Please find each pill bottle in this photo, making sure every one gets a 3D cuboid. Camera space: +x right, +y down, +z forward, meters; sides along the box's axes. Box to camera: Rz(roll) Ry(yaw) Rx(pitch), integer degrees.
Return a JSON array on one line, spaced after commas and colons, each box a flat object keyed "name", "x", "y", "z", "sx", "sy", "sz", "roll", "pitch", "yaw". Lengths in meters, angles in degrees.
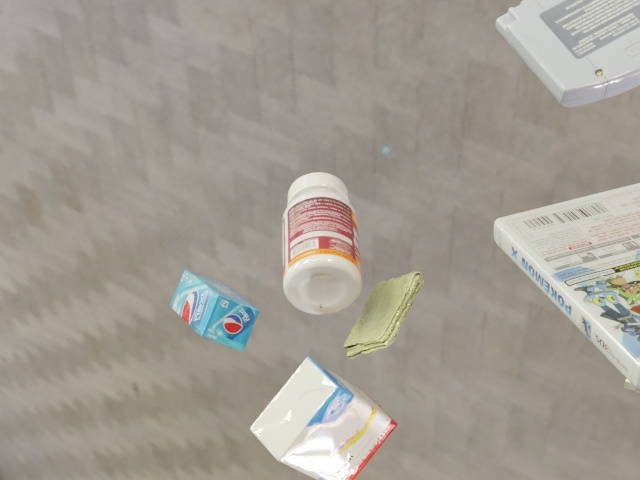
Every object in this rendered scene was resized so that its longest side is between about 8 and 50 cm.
[{"name": "pill bottle", "x": 0.000, "y": 0.000, "z": 1.728, "sx": 0.121, "sy": 0.221, "sz": 0.121, "roll": -1, "pitch": 133, "yaw": -1}]

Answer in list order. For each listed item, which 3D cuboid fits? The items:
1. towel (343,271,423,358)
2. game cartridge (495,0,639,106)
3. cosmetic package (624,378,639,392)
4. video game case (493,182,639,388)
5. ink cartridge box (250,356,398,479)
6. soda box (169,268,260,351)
[{"name": "towel", "x": 0.097, "y": 0.115, "z": 1.691, "sx": 0.027, "sy": 0.148, "sz": 0.110, "roll": 42, "pitch": 147, "yaw": -21}, {"name": "game cartridge", "x": 0.433, "y": -0.318, "z": 1.609, "sx": 0.198, "sy": 0.297, "sz": 0.062, "roll": 58, "pitch": 170, "yaw": 22}, {"name": "cosmetic package", "x": 0.494, "y": 0.170, "z": 1.620, "sx": 0.060, "sy": 0.115, "sz": 0.041, "roll": 20, "pitch": 164, "yaw": 18}, {"name": "video game case", "x": 0.398, "y": 0.021, "z": 1.172, "sx": 0.300, "sy": 0.329, "sz": 0.036, "roll": -125, "pitch": 25, "yaw": -55}, {"name": "ink cartridge box", "x": 0.020, "y": 0.275, "z": 1.589, "sx": 0.078, "sy": 0.134, "sz": 0.231, "roll": 39, "pitch": 180, "yaw": 41}, {"name": "soda box", "x": -0.162, "y": 0.102, "z": 1.659, "sx": 0.071, "sy": 0.067, "sz": 0.210, "roll": 22, "pitch": 180, "yaw": -22}]
